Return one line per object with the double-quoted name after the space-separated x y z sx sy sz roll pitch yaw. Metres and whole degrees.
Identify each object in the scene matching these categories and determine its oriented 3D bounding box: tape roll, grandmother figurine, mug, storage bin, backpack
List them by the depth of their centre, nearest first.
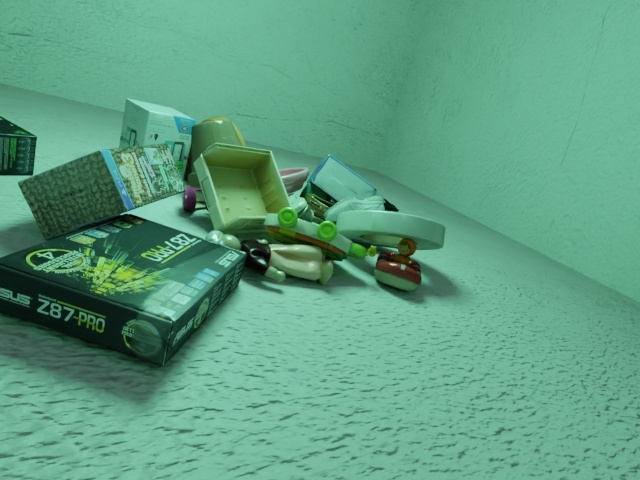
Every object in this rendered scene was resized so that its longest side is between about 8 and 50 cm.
-0.147 0.040 1.133 0.342 0.104 0.207 12 9 -25 "grandmother figurine"
-0.251 -0.166 1.381 0.260 0.123 0.263 -5 70 -51 "storage bin"
0.246 -0.031 1.495 0.391 0.072 0.392 8 -6 1 "tape roll"
-0.020 -0.177 1.884 0.157 0.097 0.129 37 3 11 "mug"
0.293 -0.143 2.069 0.181 0.115 0.152 6 33 -36 "backpack"

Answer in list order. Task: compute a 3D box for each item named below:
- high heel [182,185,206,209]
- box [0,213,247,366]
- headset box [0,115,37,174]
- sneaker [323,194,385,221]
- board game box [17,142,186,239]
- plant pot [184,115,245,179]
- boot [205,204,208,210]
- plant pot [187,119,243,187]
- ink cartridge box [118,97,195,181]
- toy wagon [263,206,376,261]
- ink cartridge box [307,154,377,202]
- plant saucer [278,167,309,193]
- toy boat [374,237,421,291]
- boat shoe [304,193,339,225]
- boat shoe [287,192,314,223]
-0.409 -0.144 1.466 0.117 0.082 0.244 4 6 -6 "high heel"
-0.359 0.069 0.841 0.317 0.097 0.395 20 16 3 "box"
-1.037 -0.293 1.241 0.246 0.131 0.283 26 19 25 "headset box"
0.151 -0.105 1.682 0.296 0.130 0.111 -11 -13 -27 "sneaker"
-0.525 -0.135 1.054 0.231 0.141 0.291 -16 13 12 "board game box"
-0.489 -0.370 1.806 0.290 0.291 0.203 27 37 29 "plant pot"
-0.360 -0.120 1.509 0.106 0.037 0.114 25 17 -20 "boot"
-0.390 -0.329 1.587 0.262 0.230 0.263 -10 11 2 "plant pot"
-0.649 -0.382 1.646 0.197 0.270 0.198 32 23 35 "ink cartridge box"
0.000 0.000 1.274 0.343 0.068 0.267 19 -11 5 "toy wagon"
0.085 -0.256 1.969 0.269 0.151 0.395 35 1 -8 "ink cartridge box"
-0.207 -0.243 1.794 0.331 0.084 0.332 -9 16 3 "plant saucer"
0.263 0.064 1.349 0.150 0.151 0.231 19 17 6 "toy boat"
0.065 -0.107 1.759 0.306 0.105 0.111 19 16 1 "boat shoe"
-0.108 -0.120 1.659 0.091 0.109 0.305 54 -9 -21 "boat shoe"
